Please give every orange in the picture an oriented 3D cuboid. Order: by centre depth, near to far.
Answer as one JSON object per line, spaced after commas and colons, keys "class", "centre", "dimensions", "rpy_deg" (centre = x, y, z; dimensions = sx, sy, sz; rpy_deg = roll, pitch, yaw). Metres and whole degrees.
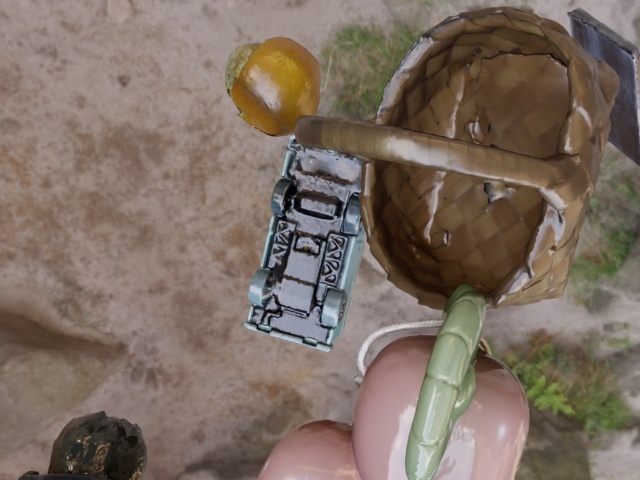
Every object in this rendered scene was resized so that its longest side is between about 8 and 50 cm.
{"class": "orange", "centre": [-0.068, -0.228, 1.031], "dimensions": [0.134, 0.156, 0.157], "rpy_deg": [-43, 149, -18]}

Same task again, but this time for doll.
{"class": "doll", "centre": [0.077, 0.161, 0.634], "dimensions": [0.216, 0.269, 0.284], "rpy_deg": [19, 180, 10]}

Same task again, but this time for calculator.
{"class": "calculator", "centre": [0.467, -0.240, 1.138], "dimensions": [0.021, 0.161, 0.262], "rpy_deg": [-32, 138, 1]}

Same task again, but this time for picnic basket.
{"class": "picnic basket", "centre": [0.130, -0.088, 0.752], "dimensions": [0.293, 0.337, 0.337], "rpy_deg": [19, 167, 45]}

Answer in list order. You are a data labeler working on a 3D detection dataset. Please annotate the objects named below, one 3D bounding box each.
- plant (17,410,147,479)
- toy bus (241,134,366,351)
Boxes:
{"class": "plant", "centre": [-0.291, 0.345, 0.874], "dimensions": [0.164, 0.256, 0.142], "rpy_deg": [5, 148, 6]}
{"class": "toy bus", "centre": [0.000, 0.000, 0.989], "dimensions": [0.133, 0.271, 0.165], "rpy_deg": [15, -176, 13]}
